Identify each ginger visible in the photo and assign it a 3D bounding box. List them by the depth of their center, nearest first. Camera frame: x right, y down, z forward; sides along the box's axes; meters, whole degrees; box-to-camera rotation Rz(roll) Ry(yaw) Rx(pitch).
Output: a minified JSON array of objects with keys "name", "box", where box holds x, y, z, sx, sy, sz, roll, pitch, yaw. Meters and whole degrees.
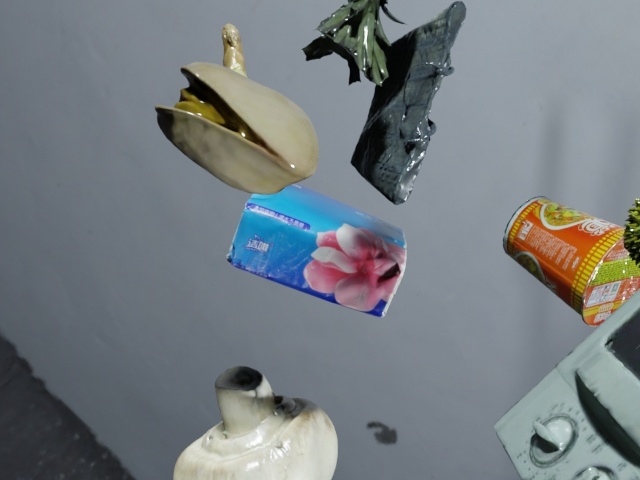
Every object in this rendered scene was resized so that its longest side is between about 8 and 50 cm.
[{"name":"ginger","box":[-0.152,-0.318,1.345,0.044,0.057,0.137,-14,79,23]}]

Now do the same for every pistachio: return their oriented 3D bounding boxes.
[{"name":"pistachio","box":[-0.096,-0.132,0.934,0.206,0.130,0.131,28,180,-30]}]

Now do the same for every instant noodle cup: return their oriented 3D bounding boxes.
[{"name":"instant noodle cup","box":[0.446,0.019,1.373,0.212,0.193,0.193,39,137,43]}]

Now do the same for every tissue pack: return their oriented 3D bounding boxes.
[{"name":"tissue pack","box":[0.000,0.000,1.263,0.269,0.209,0.137,21,107,-1]}]

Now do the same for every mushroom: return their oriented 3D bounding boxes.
[{"name":"mushroom","box":[-0.102,0.305,1.156,0.260,0.253,0.234,-179,69,-73]}]

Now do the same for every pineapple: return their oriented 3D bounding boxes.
[{"name":"pineapple","box":[0.076,-0.336,1.005,0.119,0.277,0.130,18,168,31]}]

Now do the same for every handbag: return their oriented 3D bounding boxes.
[{"name":"handbag","box":[0.122,-0.178,1.042,0.088,0.175,0.271,16,91,-11]}]

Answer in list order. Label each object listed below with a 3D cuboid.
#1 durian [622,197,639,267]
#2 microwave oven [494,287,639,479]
[{"name":"durian","box":[0.482,0.002,1.006,0.220,0.095,0.137,22,132,45]},{"name":"microwave oven","box":[0.283,0.097,0.416,0.237,0.181,0.295,41,99,-17]}]
